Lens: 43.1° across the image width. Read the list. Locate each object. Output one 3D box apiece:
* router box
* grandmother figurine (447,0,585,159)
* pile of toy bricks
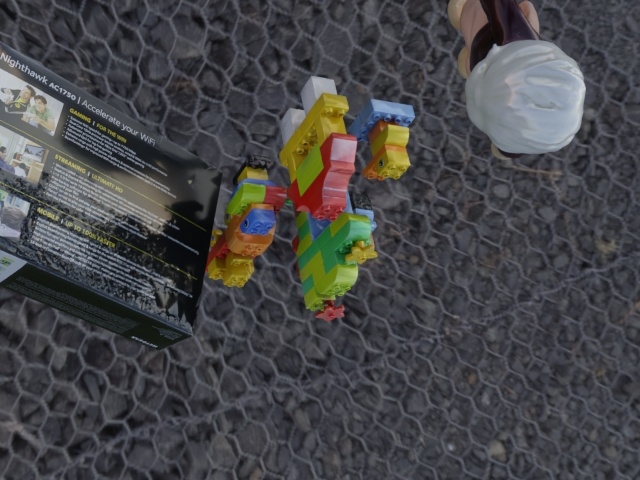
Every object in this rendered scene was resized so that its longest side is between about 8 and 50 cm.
[{"bbox_3d":[-0.151,-0.024,0.511,0.179,0.046,0.133,31,50,-34],"label":"router box"},{"bbox_3d":[0.175,-0.170,0.755,0.104,0.342,0.207,-19,113,12],"label":"grandmother figurine"},{"bbox_3d":[0.000,0.000,0.543,0.118,0.212,0.105,5,59,-28],"label":"pile of toy bricks"}]
